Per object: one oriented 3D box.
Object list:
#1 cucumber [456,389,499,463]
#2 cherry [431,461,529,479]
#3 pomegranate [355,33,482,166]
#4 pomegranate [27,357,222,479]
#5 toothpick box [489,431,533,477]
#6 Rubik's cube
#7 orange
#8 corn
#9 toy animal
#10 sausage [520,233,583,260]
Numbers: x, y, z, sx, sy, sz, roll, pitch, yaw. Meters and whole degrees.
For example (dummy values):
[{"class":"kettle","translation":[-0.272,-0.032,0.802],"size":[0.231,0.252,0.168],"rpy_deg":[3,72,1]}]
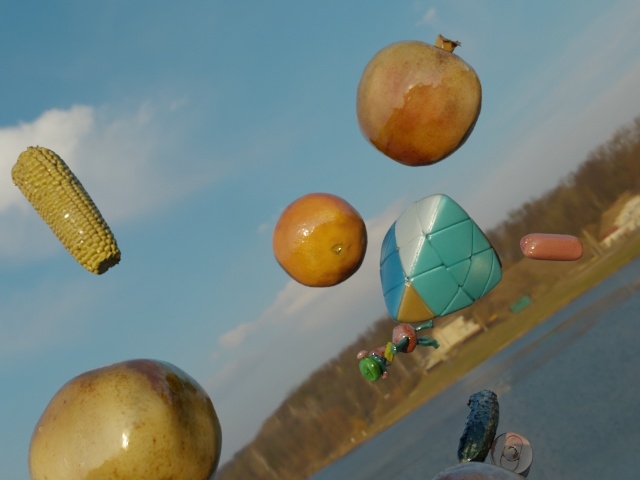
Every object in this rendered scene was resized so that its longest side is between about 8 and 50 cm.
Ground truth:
[{"class":"cucumber","translation":[0.345,0.406,1.769],"size":[0.081,0.072,0.303],"rpy_deg":[-34,2,19]},{"class":"cherry","translation":[0.266,0.455,1.322],"size":[0.266,0.213,0.184],"rpy_deg":[-112,32,-71]},{"class":"pomegranate","translation":[0.238,-0.334,1.928],"size":[0.319,0.319,0.319],"rpy_deg":[-34,-12,-8]},{"class":"pomegranate","translation":[-0.409,0.452,1.741],"size":[0.416,0.417,0.417],"rpy_deg":[-34,-12,-8]},{"class":"toothpick box","translation":[0.451,0.519,1.940],"size":[0.098,0.098,0.149],"rpy_deg":[-34,-27,-6]},{"class":"Rubik's cube","translation":[0.193,0.035,1.461],"size":[0.254,0.254,0.254],"rpy_deg":[-34,-12,-8]},{"class":"orange","translation":[0.000,0.000,2.205],"size":[0.261,0.261,0.261],"rpy_deg":[-34,-12,-8]},{"class":"corn","translation":[-0.430,-0.054,1.389],"size":[0.091,0.260,0.091],"rpy_deg":[-32,-16,-28]},{"class":"toy animal","translation":[0.187,0.252,1.925],"size":[0.208,0.100,0.103],"rpy_deg":[-21,-11,-25]},{"class":"sausage","translation":[0.530,0.016,1.879],"size":[0.154,0.062,0.062],"rpy_deg":[3,-29,-22]}]
